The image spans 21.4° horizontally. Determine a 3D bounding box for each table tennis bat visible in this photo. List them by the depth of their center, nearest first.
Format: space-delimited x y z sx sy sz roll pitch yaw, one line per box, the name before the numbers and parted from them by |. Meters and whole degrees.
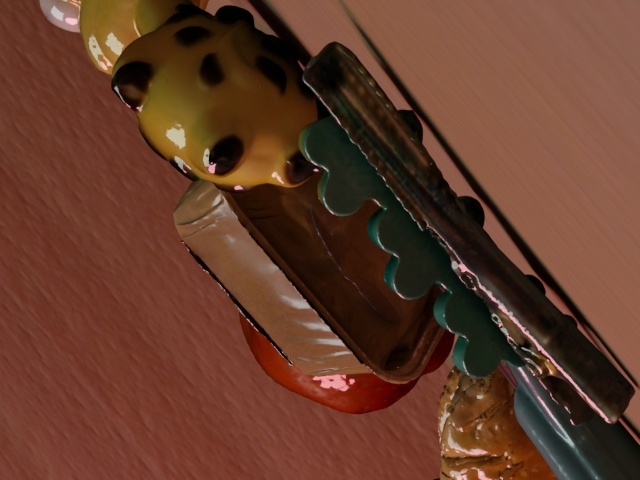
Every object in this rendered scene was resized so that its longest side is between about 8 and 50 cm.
table tennis bat | 0.089 0.051 0.750 0.244 0.040 0.153 55 -179 25

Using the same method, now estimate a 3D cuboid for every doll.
doll | -0.080 -0.108 0.882 0.117 0.086 0.291 15 -158 -34

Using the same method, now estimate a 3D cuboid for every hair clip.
hair clip | 0.044 0.005 0.587 0.173 0.049 0.049 49 180 -18

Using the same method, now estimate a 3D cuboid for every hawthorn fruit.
hawthorn fruit | 0.018 0.051 1.125 0.138 0.133 0.133 38 179 1

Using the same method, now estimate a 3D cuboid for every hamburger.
hamburger | 0.117 0.143 0.985 0.087 0.102 0.176 31 164 49

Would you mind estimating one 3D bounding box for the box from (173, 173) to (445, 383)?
box | 0.000 0.000 0.941 0.177 0.111 0.111 50 179 -17
